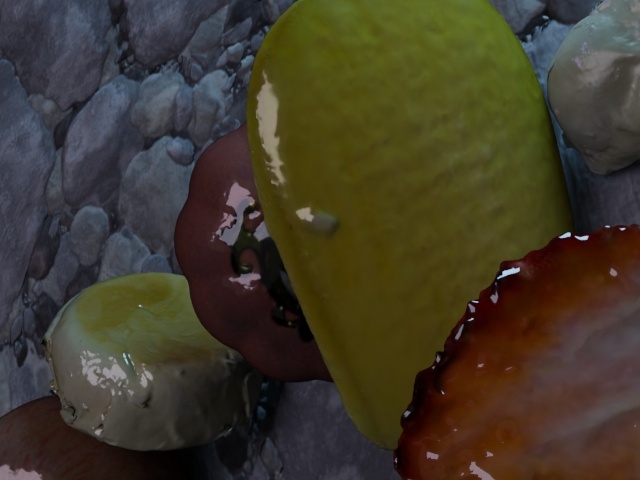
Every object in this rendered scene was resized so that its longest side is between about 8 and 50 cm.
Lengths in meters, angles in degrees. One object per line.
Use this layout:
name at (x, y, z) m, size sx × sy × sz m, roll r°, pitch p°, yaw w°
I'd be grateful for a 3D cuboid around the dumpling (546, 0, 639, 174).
dumpling at (0.286, -0.144, 1.320) m, size 0.136 × 0.118 × 0.199 m, roll 55°, pitch 147°, yaw 29°

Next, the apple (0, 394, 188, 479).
apple at (-0.312, 0.356, 1.667) m, size 0.344 × 0.269 × 0.345 m, roll -12°, pitch 72°, yaw 41°

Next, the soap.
soap at (0.093, -0.041, 1.301) m, size 0.115 × 0.306 × 0.427 m, roll 180°, pitch 74°, yaw -73°

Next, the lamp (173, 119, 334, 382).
lamp at (0.000, 0.000, 1.469) m, size 0.305 × 0.239 × 0.305 m, roll 0°, pitch 93°, yaw 4°

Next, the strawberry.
strawberry at (0.220, 0.142, 1.208) m, size 0.336 × 0.149 × 0.265 m, roll -29°, pitch 75°, yaw -6°

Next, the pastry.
pastry at (-0.195, 0.142, 1.624) m, size 0.265 × 0.265 × 0.133 m, roll 36°, pitch 125°, yaw 42°
